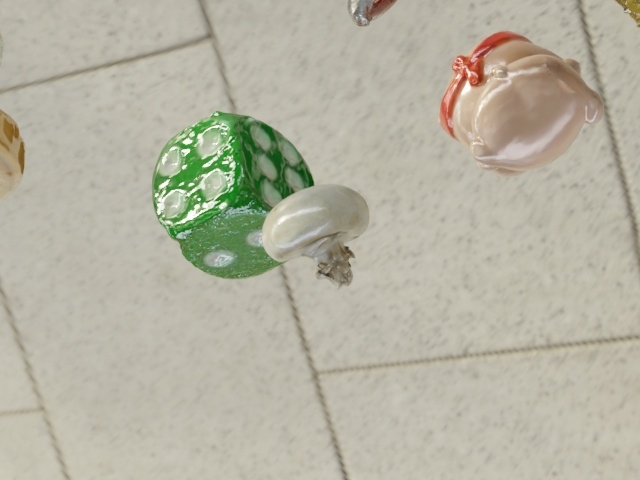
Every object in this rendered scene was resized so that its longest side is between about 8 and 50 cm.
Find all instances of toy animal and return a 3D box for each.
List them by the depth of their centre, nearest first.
[{"bbox_3d":[0.220,-0.155,1.665,0.171,0.197,0.171,-3,108,-11],"label":"toy animal"}]

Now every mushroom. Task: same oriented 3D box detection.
[{"bbox_3d":[0.000,0.000,1.095,0.085,0.085,0.079,-21,85,30],"label":"mushroom"}]

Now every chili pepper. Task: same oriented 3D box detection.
[{"bbox_3d":[0.053,-0.220,1.125,0.041,0.153,0.050,27,152,-24],"label":"chili pepper"}]

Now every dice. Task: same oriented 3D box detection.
[{"bbox_3d":[-0.085,-0.045,1.457,0.120,0.131,0.128,-29,51,28],"label":"dice"}]

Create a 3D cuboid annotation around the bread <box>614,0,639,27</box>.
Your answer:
[{"bbox_3d":[0.352,-0.377,1.584,0.248,0.315,0.279,-38,91,17],"label":"bread"}]

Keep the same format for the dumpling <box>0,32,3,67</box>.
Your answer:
[{"bbox_3d":[-0.341,-0.160,1.187,0.162,0.132,0.250,6,148,-17],"label":"dumpling"}]

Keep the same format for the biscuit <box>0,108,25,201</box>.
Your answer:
[{"bbox_3d":[-0.283,-0.080,0.882,0.205,0.309,0.040,9,76,13],"label":"biscuit"}]
